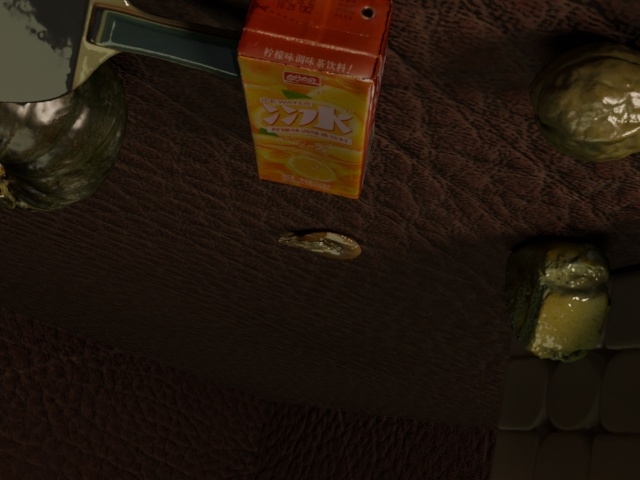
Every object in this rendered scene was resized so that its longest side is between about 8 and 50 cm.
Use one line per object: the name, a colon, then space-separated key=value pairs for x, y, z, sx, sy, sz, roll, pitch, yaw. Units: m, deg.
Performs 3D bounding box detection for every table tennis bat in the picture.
table tennis bat: x=-0.181 y=-0.155 z=0.614 sx=0.274 sy=0.021 sz=0.154 roll=10 pitch=124 yaw=-21

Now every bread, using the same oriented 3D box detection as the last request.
bread: x=0.262 y=0.042 z=0.986 sx=0.103 sy=0.156 sz=0.110 roll=7 pitch=132 yaw=-6

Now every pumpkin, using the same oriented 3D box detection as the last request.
pumpkin: x=-0.270 y=-0.106 z=0.740 sx=0.224 sy=0.157 sz=0.223 roll=3 pitch=157 yaw=1

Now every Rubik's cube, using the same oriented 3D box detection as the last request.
Rubik's cube: x=0.417 y=0.219 z=1.106 sx=0.290 sy=0.291 sz=0.291 roll=19 pitch=162 yaw=-21

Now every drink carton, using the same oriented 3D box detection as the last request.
drink carton: x=-0.004 y=-0.109 z=0.697 sx=0.096 sy=0.071 sz=0.223 roll=12 pitch=164 yaw=3

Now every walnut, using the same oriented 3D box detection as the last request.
walnut: x=0.187 y=-0.093 z=0.606 sx=0.092 sy=0.092 sz=0.092 roll=11 pitch=164 yaw=3

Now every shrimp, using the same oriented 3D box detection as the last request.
shrimp: x=0.000 y=0.000 z=1.151 sx=0.108 sy=0.023 sz=0.059 roll=13 pitch=154 yaw=-2
